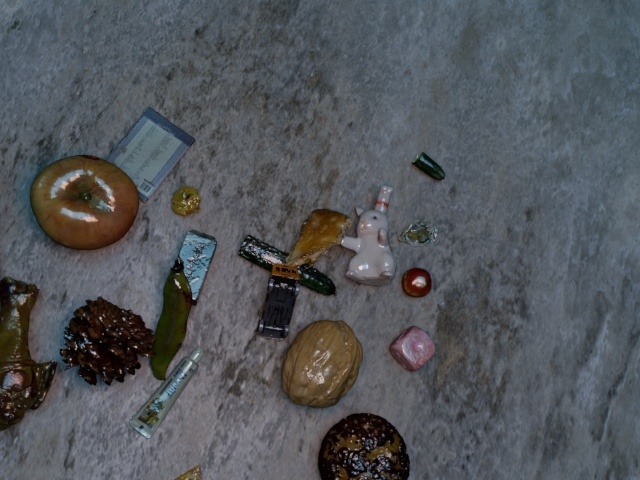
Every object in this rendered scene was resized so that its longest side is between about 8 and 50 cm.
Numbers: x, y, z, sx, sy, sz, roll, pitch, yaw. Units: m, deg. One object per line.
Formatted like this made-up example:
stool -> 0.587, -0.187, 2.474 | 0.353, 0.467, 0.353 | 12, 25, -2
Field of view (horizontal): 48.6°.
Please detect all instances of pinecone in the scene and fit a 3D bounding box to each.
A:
pinecone -> -0.518, 0.251, 1.711 | 0.222, 0.221, 0.221 | 3, 75, -11

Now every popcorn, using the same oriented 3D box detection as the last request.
popcorn -> -0.357, -0.108, 1.898 | 0.084, 0.084, 0.084 | 3, 75, -11

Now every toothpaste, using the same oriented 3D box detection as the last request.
toothpaste -> -0.378, 0.378, 1.792 | 0.067, 0.037, 0.255 | 38, 76, -5

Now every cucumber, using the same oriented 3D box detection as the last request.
cucumber -> -0.080, 0.075, 1.916 | 0.294, 0.067, 0.067 | 26, 72, -5
cucumber -> 0.323, -0.215, 2.084 | 0.105, 0.048, 0.048 | 37, 72, -3

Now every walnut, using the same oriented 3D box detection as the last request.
walnut -> 0.005, 0.313, 1.810 | 0.198, 0.198, 0.244 | 28, 74, -4

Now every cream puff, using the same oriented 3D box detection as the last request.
cream puff -> 0.112, 0.553, 1.779 | 0.239, 0.165, 0.238 | 3, 77, -14

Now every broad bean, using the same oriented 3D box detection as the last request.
broad bean -> -0.366, 0.196, 1.763 | 0.077, 0.061, 0.338 | 12, 99, 0

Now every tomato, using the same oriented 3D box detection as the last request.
tomato -> 0.269, 0.116, 1.973 | 0.087, 0.075, 0.087 | 2, 78, -8

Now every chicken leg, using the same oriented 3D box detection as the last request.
chicken leg -> -0.724, 0.277, 1.690 | 0.212, 0.140, 0.360 | 14, 77, 1

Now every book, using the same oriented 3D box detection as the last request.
book -> -0.473, -0.234, 1.937 | 0.158, 0.026, 0.231 | 36, 72, -4

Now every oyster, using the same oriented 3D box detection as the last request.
oyster -> 0.284, -0.018, 2.038 | 0.100, 0.037, 0.098 | 34, 90, -23

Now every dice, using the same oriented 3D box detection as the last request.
dice -> 0.248, 0.291, 1.913 | 0.093, 0.091, 0.094 | -40, 86, -18

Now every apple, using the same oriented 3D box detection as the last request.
apple -> -0.591, -0.093, 1.785 | 0.261, 0.194, 0.260 | 3, 77, -13

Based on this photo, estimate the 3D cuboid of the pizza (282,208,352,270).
pizza -> 0.000, 0.000, 1.906 | 0.147, 0.069, 0.226 | -1, 43, 26

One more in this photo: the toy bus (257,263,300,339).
toy bus -> -0.109, 0.161, 1.851 | 0.083, 0.088, 0.194 | 11, 117, -10

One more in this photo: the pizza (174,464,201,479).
pizza -> -0.329, 0.639, 1.732 | 0.185, 0.036, 0.176 | 38, 71, -1

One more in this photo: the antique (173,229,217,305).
antique -> -0.335, 0.068, 1.852 | 0.088, 0.086, 0.182 | 19, 73, -7

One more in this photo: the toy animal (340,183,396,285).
toy animal -> 0.135, -0.016, 1.939 | 0.141, 0.138, 0.282 | -8, 83, 26
